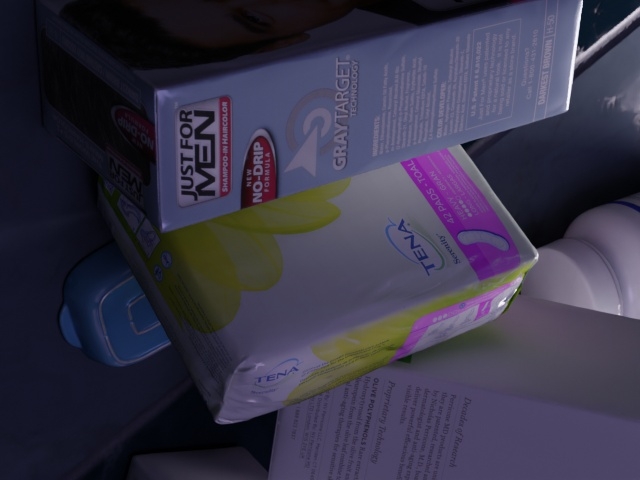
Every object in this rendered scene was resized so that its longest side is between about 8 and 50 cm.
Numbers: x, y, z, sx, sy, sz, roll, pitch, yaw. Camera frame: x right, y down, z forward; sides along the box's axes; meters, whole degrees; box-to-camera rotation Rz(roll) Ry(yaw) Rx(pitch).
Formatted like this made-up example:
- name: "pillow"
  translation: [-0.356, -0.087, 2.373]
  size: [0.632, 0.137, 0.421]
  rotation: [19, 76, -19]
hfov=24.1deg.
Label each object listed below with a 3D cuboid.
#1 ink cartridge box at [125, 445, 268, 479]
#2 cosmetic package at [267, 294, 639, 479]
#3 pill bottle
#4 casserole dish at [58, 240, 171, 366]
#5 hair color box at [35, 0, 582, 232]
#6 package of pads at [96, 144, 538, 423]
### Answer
- name: "ink cartridge box"
  translation: [-0.104, 0.371, 1.339]
  size: [0.131, 0.226, 0.306]
  rotation: [3, 113, -39]
- name: "cosmetic package"
  translation: [0.153, 0.149, 1.299]
  size: [0.365, 0.197, 0.155]
  rotation: [10, 114, 3]
- name: "pill bottle"
  translation: [0.343, 0.024, 1.537]
  size: [0.272, 0.152, 0.152]
  rotation: [-19, 126, -29]
- name: "casserole dish"
  translation: [-0.128, 0.038, 1.252]
  size: [0.188, 0.037, 0.114]
  rotation: [-30, 132, -22]
- name: "hair color box"
  translation: [-0.004, -0.139, 1.136]
  size: [0.374, 0.185, 0.114]
  rotation: [-18, 126, -30]
- name: "package of pads"
  translation: [0.000, 0.000, 1.187]
  size: [0.296, 0.229, 0.101]
  rotation: [-18, 152, -29]
